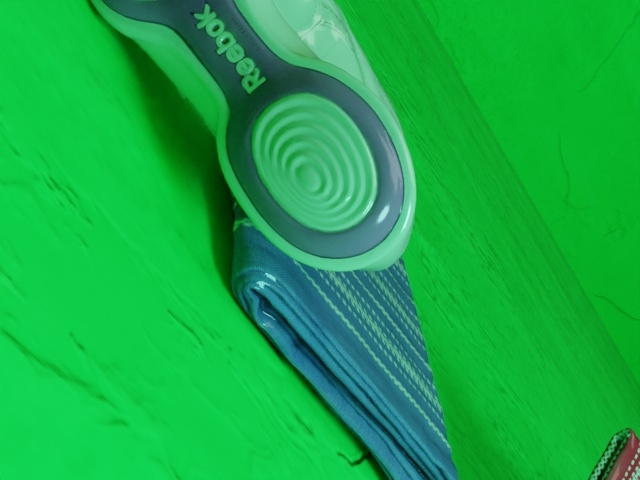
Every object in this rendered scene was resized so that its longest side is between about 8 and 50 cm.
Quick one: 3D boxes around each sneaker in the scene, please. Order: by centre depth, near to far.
[{"bbox_3d":[-0.042,-0.109,0.714,0.305,0.114,0.152,63,7,12],"label":"sneaker"}]

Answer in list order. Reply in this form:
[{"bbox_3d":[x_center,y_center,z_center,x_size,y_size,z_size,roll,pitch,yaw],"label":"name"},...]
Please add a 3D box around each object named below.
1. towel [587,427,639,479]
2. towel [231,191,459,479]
[{"bbox_3d":[0.240,0.297,0.936,0.199,0.031,0.275,-53,125,-25],"label":"towel"},{"bbox_3d":[0.000,0.000,0.854,0.243,0.040,0.336,52,17,-34],"label":"towel"}]
